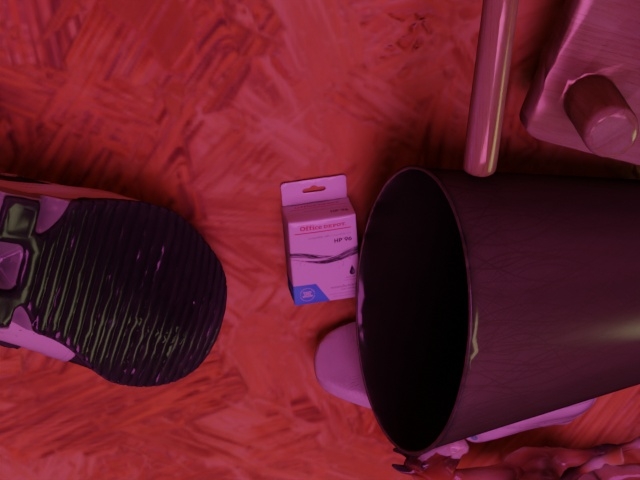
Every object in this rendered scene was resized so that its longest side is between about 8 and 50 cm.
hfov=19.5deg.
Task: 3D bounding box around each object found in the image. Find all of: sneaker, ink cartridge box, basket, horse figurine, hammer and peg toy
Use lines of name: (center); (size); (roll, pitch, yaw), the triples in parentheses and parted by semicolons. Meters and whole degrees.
sneaker: (0.096, 0.112, 1.346); (0.212, 0.080, 0.094); (5, 143, -7)
ink cartridge box: (0.000, 0.000, 1.282); (0.048, 0.028, 0.083); (-9, 119, -7)
basket: (0.159, 0.036, 1.250); (0.227, 0.154, 0.204); (-6, 126, -24)
horse figurine: (0.202, 0.178, 1.372); (0.174, 0.066, 0.263); (-24, 153, 37)
hammer and peg toy: (0.233, -0.159, 1.188); (0.361, 0.127, 0.266); (12, 117, -17)
sneaker: (-0.205, 0.008, 1.208); (0.330, 0.146, 0.122); (20, 88, -44)
